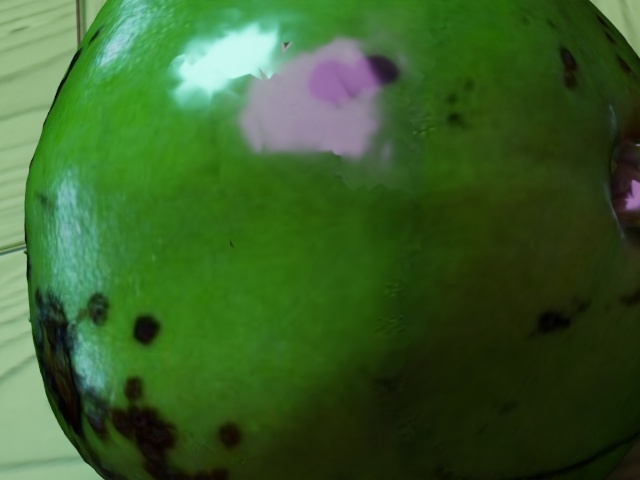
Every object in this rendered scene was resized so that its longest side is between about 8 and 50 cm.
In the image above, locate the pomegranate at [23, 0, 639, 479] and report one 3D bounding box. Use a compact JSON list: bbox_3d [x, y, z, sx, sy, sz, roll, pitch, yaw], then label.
[{"bbox_3d":[0.000,0.000,0.554,0.270,0.254,0.254,-7,47,24],"label":"pomegranate"}]
